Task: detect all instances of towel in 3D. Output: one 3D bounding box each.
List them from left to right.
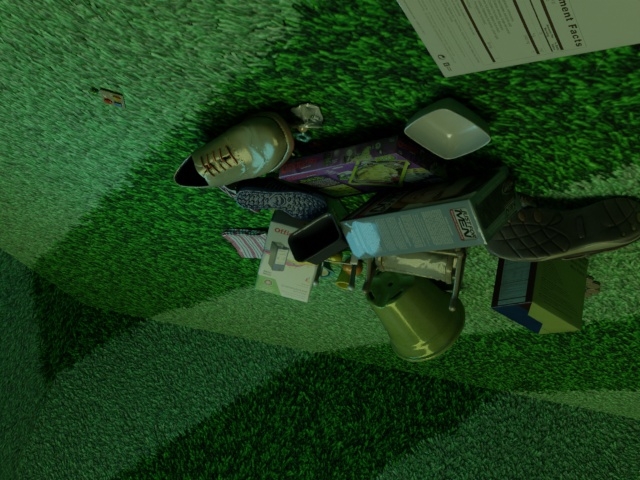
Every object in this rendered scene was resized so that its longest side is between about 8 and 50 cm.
[{"bbox_3d":[-0.223,0.018,2.212,0.197,0.029,0.144,4,144,37],"label":"towel"}]

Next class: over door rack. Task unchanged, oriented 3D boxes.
[{"bbox_3d":[-0.010,0.075,1.967,0.240,0.108,0.324,8,168,4],"label":"over door rack"}]

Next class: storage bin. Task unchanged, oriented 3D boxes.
[{"bbox_3d":[0.000,0.000,1.651,0.135,0.098,0.091,-31,152,15],"label":"storage bin"}]

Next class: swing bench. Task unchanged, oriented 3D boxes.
[{"bbox_3d":[0.264,0.054,1.812,0.254,0.165,0.254,9,-162,13],"label":"swing bench"}]

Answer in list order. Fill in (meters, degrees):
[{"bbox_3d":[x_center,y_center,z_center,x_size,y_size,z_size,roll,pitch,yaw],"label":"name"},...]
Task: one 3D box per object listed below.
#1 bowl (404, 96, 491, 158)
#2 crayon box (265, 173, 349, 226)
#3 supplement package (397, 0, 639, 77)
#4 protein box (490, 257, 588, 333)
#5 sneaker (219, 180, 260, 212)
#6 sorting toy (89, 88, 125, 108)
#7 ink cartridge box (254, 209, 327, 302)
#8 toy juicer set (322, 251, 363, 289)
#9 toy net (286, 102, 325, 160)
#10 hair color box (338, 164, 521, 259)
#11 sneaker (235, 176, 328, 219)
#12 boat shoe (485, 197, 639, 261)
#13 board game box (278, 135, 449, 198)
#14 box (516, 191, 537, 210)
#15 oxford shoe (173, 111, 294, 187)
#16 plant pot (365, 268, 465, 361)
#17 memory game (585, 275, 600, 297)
[{"bbox_3d":[0.258,-0.231,1.330,0.142,0.053,0.142,26,156,-25],"label":"bowl"},{"bbox_3d":[-0.030,-0.081,1.834,0.166,0.081,0.278,3,155,28],"label":"crayon box"},{"bbox_3d":[0.277,-0.355,0.861,0.293,0.177,0.175,-2,151,35],"label":"supplement package"},{"bbox_3d":[0.576,0.114,1.736,0.200,0.201,0.136,28,155,-27],"label":"protein box"},{"bbox_3d":[-0.231,-0.145,1.857,0.077,0.072,0.178,9,152,48],"label":"sneaker"},{"bbox_3d":[-0.522,-0.348,1.621,0.083,0.012,0.062,16,158,-2],"label":"sorting toy"},{"bbox_3d":[-0.077,0.041,1.775,0.155,0.093,0.212,16,113,-3],"label":"ink cartridge box"},{"bbox_3d":[-0.017,0.078,2.190,0.329,0.089,0.209,19,158,-8],"label":"toy juicer set"},{"bbox_3d":[-0.037,-0.236,1.523,0.122,0.045,0.232,21,157,-12],"label":"toy net"},{"bbox_3d":[0.246,-0.059,1.538,0.375,0.185,0.113,-8,112,45],"label":"hair color box"},{"bbox_3d":[-0.094,-0.116,1.657,0.233,0.090,0.081,10,126,-6],"label":"sneaker"},{"bbox_3d":[0.563,-0.002,1.532,0.356,0.132,0.130,-6,156,27],"label":"boat shoe"},{"bbox_3d":[0.097,-0.162,1.547,0.347,0.056,0.208,-6,168,41],"label":"board game box"},{"bbox_3d":[0.430,-0.092,1.577,0.137,0.027,0.094,18,156,-6],"label":"box"},{"bbox_3d":[-0.209,-0.189,1.560,0.397,0.147,0.140,-18,104,52],"label":"oxford shoe"},{"bbox_3d":[0.281,0.204,2.118,0.276,0.276,0.254,-6,137,43],"label":"plant pot"},{"bbox_3d":[0.716,0.128,1.927,0.186,0.012,0.186,14,157,6],"label":"memory game"}]
